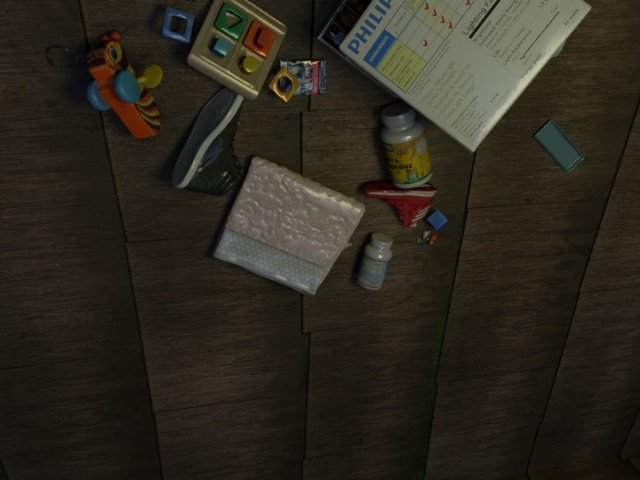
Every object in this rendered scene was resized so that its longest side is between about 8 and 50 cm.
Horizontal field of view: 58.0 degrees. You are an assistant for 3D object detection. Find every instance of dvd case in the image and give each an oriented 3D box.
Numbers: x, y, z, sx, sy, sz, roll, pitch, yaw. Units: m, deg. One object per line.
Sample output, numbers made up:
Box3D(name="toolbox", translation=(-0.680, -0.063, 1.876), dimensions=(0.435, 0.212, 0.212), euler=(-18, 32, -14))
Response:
Box3D(name="dvd case", translation=(-0.044, -0.404, 1.431), dimensions=(0.119, 0.013, 0.087), euler=(-6, 122, -13))

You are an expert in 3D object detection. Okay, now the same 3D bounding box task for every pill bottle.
Box3D(name="pill bottle", translation=(0.164, 0.060, 1.722), dimensions=(0.087, 0.087, 0.160), euler=(4, 119, -17))
Box3D(name="pill bottle", translation=(0.224, -0.253, 1.530), dimensions=(0.117, 0.117, 0.208), euler=(-20, 124, -2))

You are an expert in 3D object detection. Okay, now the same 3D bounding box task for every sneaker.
Box3D(name="sneaker", translation=(0.219, -0.099, 1.642), dimensions=(0.221, 0.087, 0.128), euler=(1, 119, -14))
Box3D(name="sneaker", translation=(-0.239, -0.240, 1.438), dimensions=(0.147, 0.104, 0.296), euler=(24, 102, -46))

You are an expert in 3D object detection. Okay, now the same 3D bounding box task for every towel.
Box3D(name="towel", translation=(-0.092, -0.030, 1.579), dimensions=(0.331, 0.053, 0.317), euler=(23, 111, -13))

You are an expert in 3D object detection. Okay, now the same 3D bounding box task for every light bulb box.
Box3D(name="light bulb box", translation=(0.296, -0.446, 1.247), dimensions=(0.361, 0.225, 0.358), euler=(38, 108, 0))

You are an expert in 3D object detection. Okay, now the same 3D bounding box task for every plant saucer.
Box3D(name="plant saucer", translation=(0.703, -0.278, 1.702), dimensions=(0.192, 0.018, 0.067), euler=(35, 107, -30))

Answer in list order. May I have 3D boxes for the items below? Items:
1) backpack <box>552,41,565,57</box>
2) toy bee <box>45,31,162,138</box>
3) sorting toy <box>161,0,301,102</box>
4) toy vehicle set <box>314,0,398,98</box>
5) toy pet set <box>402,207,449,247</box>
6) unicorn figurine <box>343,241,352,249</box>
Box3D(name="backpack", translation=(0.514, -0.524, 1.401), dimensions=(0.144, 0.188, 0.166), euler=(-5, 122, -12))
Box3D(name="toy bee", translation=(-0.444, -0.371, 1.275), dimensions=(0.195, 0.162, 0.298), euler=(2, 152, 1))
Box3D(name="sorting toy", translation=(-0.182, -0.446, 1.313), dimensions=(0.347, 0.047, 0.196), euler=(26, 88, -27))
Box3D(name="toy vehicle set", translation=(0.140, -0.490, 1.413), dimensions=(0.267, 0.035, 0.166), euler=(29, 110, -28))
Box3D(name="toy pet set", translation=(0.327, -0.033, 1.722), dimensions=(0.114, 0.065, 0.122), euler=(-43, 122, 12))
Box3D(name="unicorn figurine", translation=(0.000, 0.000, 1.658), dimensions=(0.162, 0.060, 0.111), euler=(-22, 115, 8))
